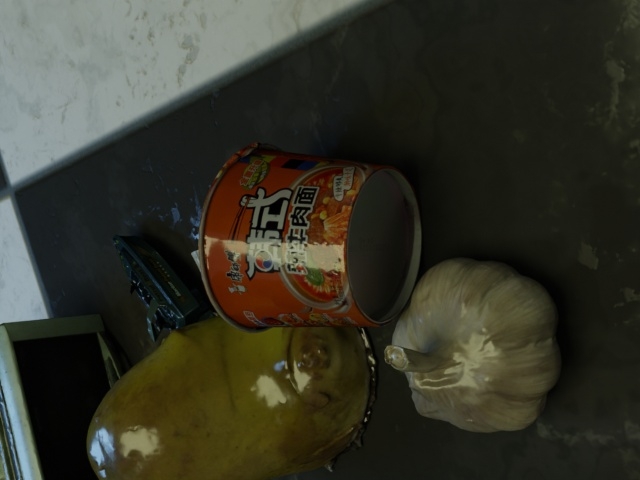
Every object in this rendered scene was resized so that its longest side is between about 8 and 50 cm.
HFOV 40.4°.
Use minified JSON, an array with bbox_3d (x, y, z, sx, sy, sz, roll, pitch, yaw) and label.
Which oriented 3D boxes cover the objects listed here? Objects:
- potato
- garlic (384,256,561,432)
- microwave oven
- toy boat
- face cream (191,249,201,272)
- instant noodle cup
[{"bbox_3d":[-0.147,0.255,1.250,0.397,0.296,0.289,-16,93,45],"label":"potato"},{"bbox_3d":[0.152,0.132,0.998,0.219,0.212,0.218,10,104,43],"label":"garlic"},{"bbox_3d":[-0.524,0.369,1.604,0.333,0.247,0.394,-30,72,41],"label":"microwave oven"},{"bbox_3d":[-0.280,0.072,1.442,0.246,0.103,0.092,46,152,28],"label":"toy boat"},{"bbox_3d":[-0.115,0.030,1.314,0.244,0.058,0.092,-23,93,49],"label":"face cream"},{"bbox_3d":[0.000,0.000,1.086,0.192,0.250,0.250,3,105,32],"label":"instant noodle cup"}]
